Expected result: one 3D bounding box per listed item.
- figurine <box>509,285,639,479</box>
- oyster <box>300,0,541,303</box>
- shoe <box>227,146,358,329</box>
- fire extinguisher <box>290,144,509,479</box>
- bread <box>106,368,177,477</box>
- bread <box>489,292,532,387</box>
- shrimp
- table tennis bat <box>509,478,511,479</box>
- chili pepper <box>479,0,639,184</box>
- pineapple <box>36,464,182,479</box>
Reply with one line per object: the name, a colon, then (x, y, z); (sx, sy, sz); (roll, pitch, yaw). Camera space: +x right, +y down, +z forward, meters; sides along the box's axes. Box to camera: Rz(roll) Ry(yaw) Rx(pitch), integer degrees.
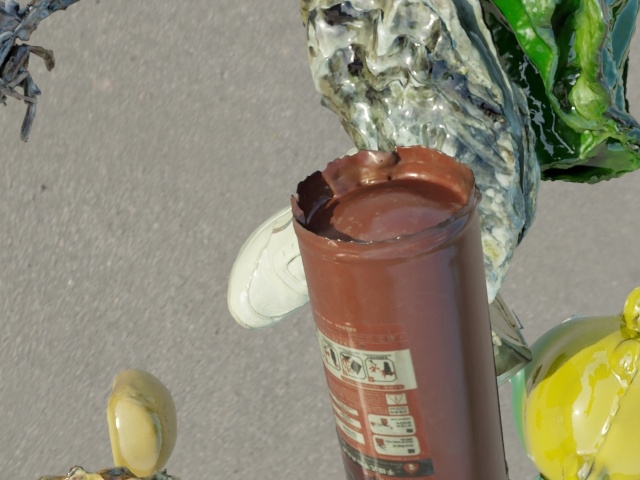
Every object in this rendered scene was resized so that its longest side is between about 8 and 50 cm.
figurine: (0.345, 0.202, 1.462); (0.231, 0.340, 0.324); (24, 91, 7)
oyster: (0.091, -0.111, 1.007); (0.158, 0.162, 0.351); (-22, 78, -7)
shoe: (0.000, 0.000, 1.652); (0.342, 0.210, 0.132); (-45, 101, 0)
fire extinguisher: (0.041, 0.118, 0.716); (0.147, 0.106, 0.337); (-17, 121, -12)
bread: (-0.264, 0.274, 1.748); (0.098, 0.217, 0.147); (-5, 102, -5)
bread: (0.139, 0.078, 1.316); (0.110, 0.210, 0.192); (-35, 64, 13)
shrimp: (-0.314, -0.164, 1.081); (0.145, 0.116, 0.343); (48, 44, -4)
table tennis bat: (0.164, 0.335, 1.297); (0.040, 0.153, 0.244); (28, 29, 17)
chili pepper: (0.196, -0.241, 1.035); (0.213, 0.167, 0.385); (-4, 85, -55)
pineapple: (-0.104, 0.166, 0.641); (0.114, 0.114, 0.077); (2, 73, 3)
